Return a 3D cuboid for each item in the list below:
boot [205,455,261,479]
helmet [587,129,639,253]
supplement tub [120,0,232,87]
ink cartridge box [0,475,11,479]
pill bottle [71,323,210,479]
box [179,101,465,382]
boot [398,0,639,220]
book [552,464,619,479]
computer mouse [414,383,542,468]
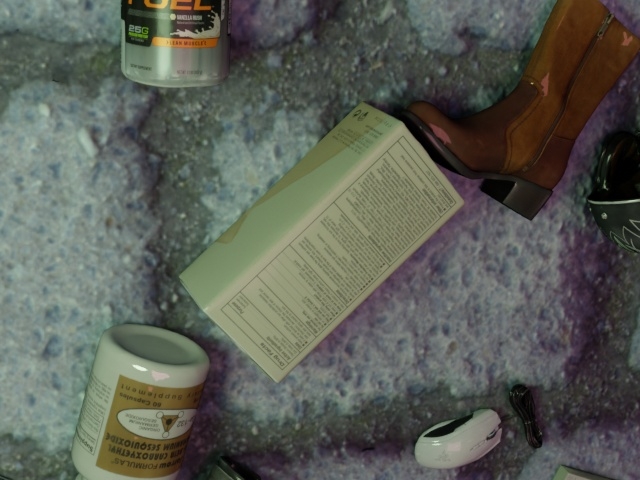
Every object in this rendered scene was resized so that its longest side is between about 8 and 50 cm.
[{"bbox_3d":[-0.083,0.454,1.344,0.222,0.118,0.338,-39,87,-3],"label":"boot"},{"bbox_3d":[0.438,-0.060,1.419,0.169,0.169,0.162,17,85,-27],"label":"helmet"},{"bbox_3d":[-0.149,-0.261,1.126,0.117,0.117,0.191,-4,110,-21],"label":"supplement tub"},{"bbox_3d":[-0.383,0.400,1.314,0.206,0.045,0.208,32,96,-29],"label":"ink cartridge box"},{"bbox_3d":[-0.219,0.225,1.268,0.131,0.131,0.229,11,105,-25],"label":"pill bottle"},{"bbox_3d":[0.000,0.000,1.281,0.311,0.121,0.148,-42,119,-3],"label":"box"},{"bbox_3d":[0.252,-0.193,1.331,0.264,0.096,0.280,28,96,-28],"label":"boot"},{"bbox_3d":[0.403,0.402,1.649,0.144,0.035,0.096,20,103,-27],"label":"book"},{"bbox_3d":[0.225,0.276,1.522,0.193,0.042,0.106,-20,116,-15],"label":"computer mouse"}]
